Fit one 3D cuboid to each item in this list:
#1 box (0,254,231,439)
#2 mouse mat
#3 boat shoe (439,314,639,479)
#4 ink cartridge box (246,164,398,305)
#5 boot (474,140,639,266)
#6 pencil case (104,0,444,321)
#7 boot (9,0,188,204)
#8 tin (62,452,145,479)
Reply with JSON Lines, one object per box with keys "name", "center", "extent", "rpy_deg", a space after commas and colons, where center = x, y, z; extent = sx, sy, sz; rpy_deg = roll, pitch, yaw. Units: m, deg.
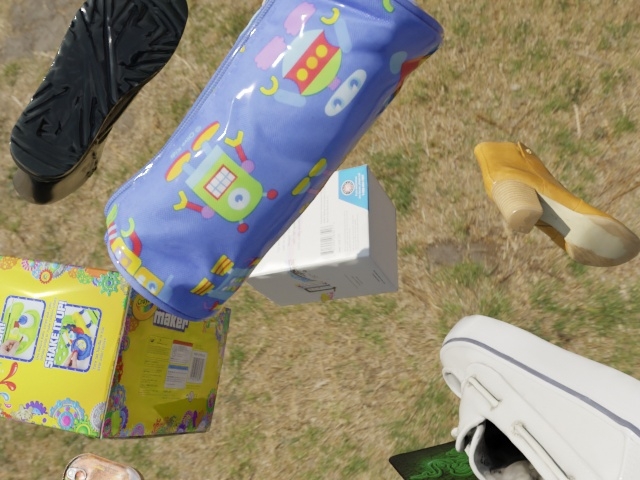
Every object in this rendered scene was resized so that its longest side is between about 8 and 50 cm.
{"name": "box", "center": [-0.304, 0.134, 0.941], "extent": [0.279, 0.290, 0.177], "rpy_deg": [6, 79, 15]}
{"name": "mouse mat", "center": [0.250, 0.459, 1.507], "extent": [0.189, 0.152, 0.007], "rpy_deg": [-6, 111, -24]}
{"name": "boat shoe", "center": [0.130, 0.120, 0.481], "extent": [0.088, 0.267, 0.096], "rpy_deg": [-43, 105, -8]}
{"name": "ink cartridge box", "center": [0.000, 0.000, 1.306], "extent": [0.232, 0.168, 0.171], "rpy_deg": [-9, 63, 20]}
{"name": "boot", "center": [0.416, -0.077, 1.324], "extent": [0.295, 0.211, 0.104], "rpy_deg": [17, 129, -20]}
{"name": "pencil case", "center": [-0.044, -0.083, 0.573], "extent": [0.133, 0.119, 0.306], "rpy_deg": [35, 104, -17]}
{"name": "boot", "center": [-0.247, -0.154, 0.806], "extent": [0.094, 0.207, 0.246], "rpy_deg": [34, 76, -16]}
{"name": "tin", "center": [-0.469, 0.532, 1.634], "extent": [0.189, 0.040, 0.106], "rpy_deg": [15, 69, 14]}
